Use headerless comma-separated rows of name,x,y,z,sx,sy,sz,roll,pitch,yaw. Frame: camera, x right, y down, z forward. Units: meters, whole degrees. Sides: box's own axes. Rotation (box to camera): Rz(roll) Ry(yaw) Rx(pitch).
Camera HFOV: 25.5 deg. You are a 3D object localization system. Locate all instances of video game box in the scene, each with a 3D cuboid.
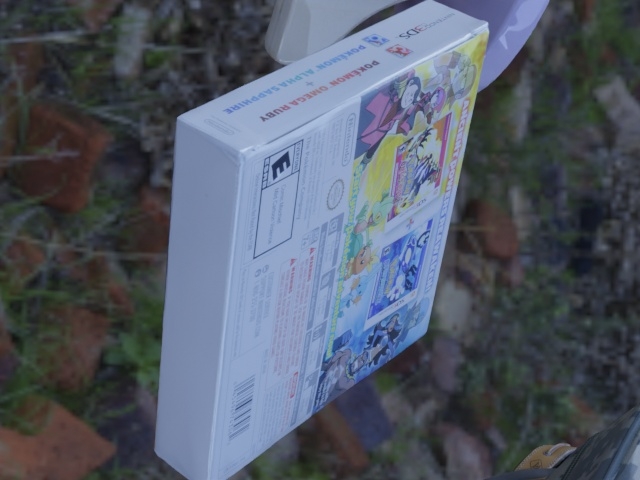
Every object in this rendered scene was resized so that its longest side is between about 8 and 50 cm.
video game box,0.000,0.000,0.711,0.187,0.048,0.205,-29,140,-40

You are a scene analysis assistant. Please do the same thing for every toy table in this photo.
toy table,0.067,-0.242,1.002,0.161,0.252,0.274,5,104,-30

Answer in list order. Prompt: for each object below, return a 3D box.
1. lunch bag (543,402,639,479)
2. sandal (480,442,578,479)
lunch bag,0.227,0.257,0.835,0.212,0.305,0.256,-57,177,-33
sandal,0.189,0.207,1.193,0.090,0.219,0.060,73,9,-46
